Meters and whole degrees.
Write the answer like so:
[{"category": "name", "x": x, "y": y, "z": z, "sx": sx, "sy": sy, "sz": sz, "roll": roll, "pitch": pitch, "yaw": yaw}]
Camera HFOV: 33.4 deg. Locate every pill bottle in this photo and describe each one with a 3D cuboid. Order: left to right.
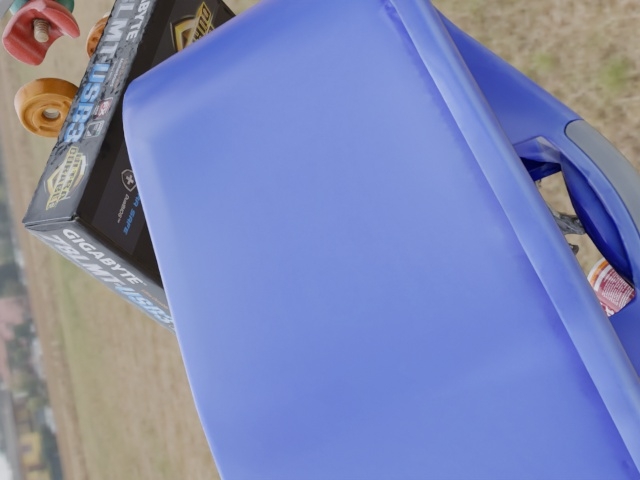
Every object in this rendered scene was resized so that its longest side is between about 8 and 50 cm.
[{"category": "pill bottle", "x": 0.394, "y": 0.077, "z": 1.287, "sx": 0.152, "sy": 0.086, "sz": 0.086, "roll": -133, "pitch": 36, "yaw": -64}]

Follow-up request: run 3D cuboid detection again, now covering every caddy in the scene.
[{"category": "caddy", "x": 0.059, "y": 0.021, "z": 0.454, "sx": 0.241, "sy": 0.179, "sz": 0.341, "roll": 51, "pitch": -165, "yaw": -53}]

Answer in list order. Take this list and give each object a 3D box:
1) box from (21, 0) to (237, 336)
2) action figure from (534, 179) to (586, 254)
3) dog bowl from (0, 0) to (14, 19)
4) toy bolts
[{"category": "box", "x": -0.110, "y": -0.064, "z": 1.010, "sx": 0.293, "sy": 0.073, "sz": 0.295, "roll": 44, "pitch": -130, "yaw": -42}, {"category": "action figure", "x": 0.206, "y": -0.063, "z": 1.301, "sx": 0.141, "sy": 0.275, "sz": 0.164, "roll": -19, "pitch": 39, "yaw": 42}, {"category": "dog bowl", "x": -0.472, "y": -0.282, "z": 1.170, "sx": 0.102, "sy": 0.349, "sz": 0.349, "roll": 44, "pitch": 160, "yaw": 2}, {"category": "toy bolts", "x": -0.366, "y": -0.284, "z": 1.509, "sx": 0.228, "sy": 0.218, "sz": 0.158, "roll": 46, "pitch": -155, "yaw": -47}]
